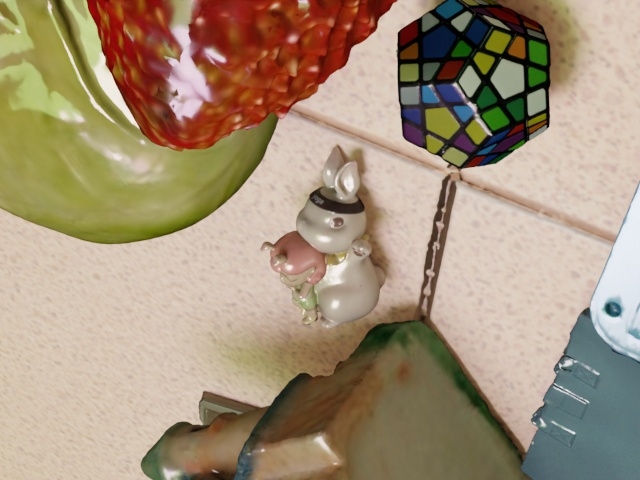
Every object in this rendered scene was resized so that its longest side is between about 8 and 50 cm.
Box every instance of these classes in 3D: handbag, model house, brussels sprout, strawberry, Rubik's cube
[{"bbox_3d":[0.258,0.154,1.533,0.144,0.057,0.221,29,139,14],"label":"handbag"},{"bbox_3d":[0.009,0.259,1.635,0.280,0.245,0.312,-18,115,39],"label":"model house"},{"bbox_3d":[-0.182,-0.147,1.411,0.328,0.247,0.328,8,120,15],"label":"brussels sprout"},{"bbox_3d":[-0.043,-0.243,1.149,0.292,0.343,0.292,13,149,8],"label":"strawberry"},{"bbox_3d":[0.112,-0.117,1.331,0.133,0.133,0.112,-1,155,35],"label":"Rubik's cube"}]

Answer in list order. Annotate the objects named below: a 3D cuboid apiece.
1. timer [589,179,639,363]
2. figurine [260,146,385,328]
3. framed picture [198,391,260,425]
[{"bbox_3d":[0.345,0.003,1.339,0.232,0.091,0.250,26,126,12],"label":"timer"},{"bbox_3d":[0.005,0.005,1.527,0.081,0.098,0.146,20,139,35],"label":"figurine"},{"bbox_3d":[-0.032,0.304,1.844,0.211,0.020,0.289,14,122,23],"label":"framed picture"}]
